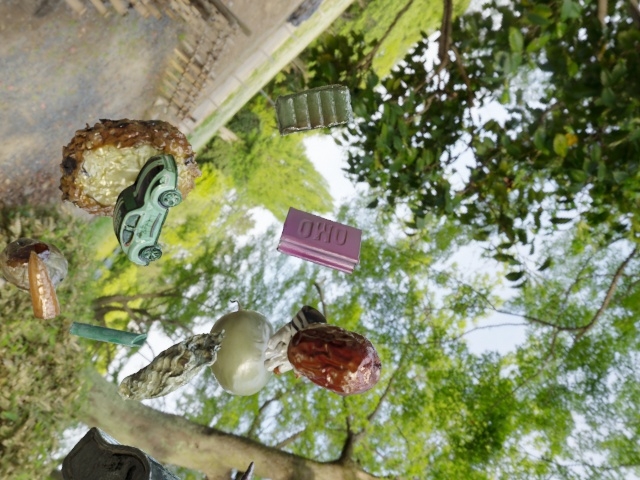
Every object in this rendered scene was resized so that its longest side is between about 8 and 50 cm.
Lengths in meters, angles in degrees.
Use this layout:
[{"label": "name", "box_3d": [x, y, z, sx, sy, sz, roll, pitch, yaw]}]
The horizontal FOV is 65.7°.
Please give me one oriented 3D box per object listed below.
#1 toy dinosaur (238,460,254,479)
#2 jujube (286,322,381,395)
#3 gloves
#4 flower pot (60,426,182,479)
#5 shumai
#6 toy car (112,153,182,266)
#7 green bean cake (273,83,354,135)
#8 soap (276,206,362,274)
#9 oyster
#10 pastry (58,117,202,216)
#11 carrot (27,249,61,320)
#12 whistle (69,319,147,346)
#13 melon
[{"label": "toy dinosaur", "box_3d": [-0.155, 0.454, 0.657, 0.077, 0.162, 0.294, -23, -157, 46]}, {"label": "jujube", "box_3d": [0.035, 0.305, 1.272, 0.250, 0.174, 0.174, 9, -133, 28]}, {"label": "gloves", "box_3d": [-0.074, 0.309, 1.476, 0.219, 0.140, 0.131, -57, 172, 25]}, {"label": "flower pot", "box_3d": [-0.336, 0.410, 0.843, 0.229, 0.108, 0.103, 1, -134, 38]}, {"label": "shumai", "box_3d": [-0.862, 0.055, 1.503, 0.120, 0.201, 0.201, -42, -165, 35]}, {"label": "toy car", "box_3d": [-0.437, -0.077, 1.223, 0.306, 0.125, 0.136, -61, -139, 32]}, {"label": "green bean cake", "box_3d": [-0.021, -0.310, 1.171, 0.172, 0.094, 0.181, -11, -166, -3]}, {"label": "soap", "box_3d": [0.000, 0.000, 1.240, 0.122, 0.202, 0.066, -79, -172, -46]}, {"label": "oyster", "box_3d": [-0.237, 0.203, 0.815, 0.177, 0.064, 0.125, -35, -177, -41]}, {"label": "pastry", "box_3d": [-0.586, -0.236, 1.525, 0.404, 0.293, 0.337, -15, -156, -14]}, {"label": "carrot", "box_3d": [-0.805, 0.125, 1.423, 0.072, 0.205, 0.072, -4, -164, 1]}, {"label": "whistle", "box_3d": [-0.541, 0.241, 1.267, 0.039, 0.186, 0.039, -169, -90, -89]}, {"label": "melon", "box_3d": [-0.272, 0.385, 1.746, 0.271, 0.309, 0.272, -10, -169, 2]}]
